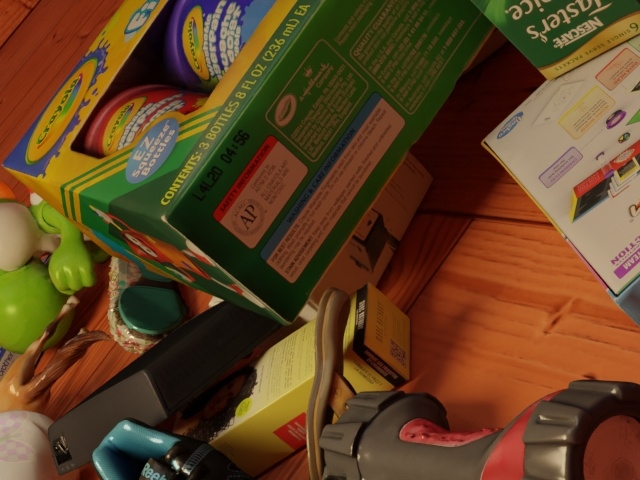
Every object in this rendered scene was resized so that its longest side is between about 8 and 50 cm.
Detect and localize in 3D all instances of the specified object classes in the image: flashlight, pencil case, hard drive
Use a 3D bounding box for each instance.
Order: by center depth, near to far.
[{"bbox_3d":[0.111,0.140,1.067,0.304,0.103,0.103,-4,86,62],"label":"flashlight"},{"bbox_3d":[-0.150,0.130,1.442,0.172,0.054,0.255,-38,3,-35],"label":"hard drive"},{"bbox_3d":[-0.308,0.286,1.500,0.124,0.113,0.273,-25,32,20],"label":"pencil case"}]

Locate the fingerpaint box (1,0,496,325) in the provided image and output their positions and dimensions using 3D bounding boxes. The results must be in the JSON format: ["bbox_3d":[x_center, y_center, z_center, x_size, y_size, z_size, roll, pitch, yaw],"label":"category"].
[{"bbox_3d":[-0.045,-0.178,1.441,0.445,0.163,0.371,-55,30,-11],"label":"fingerpaint box"}]

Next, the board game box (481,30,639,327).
[{"bbox_3d":[0.268,-0.083,1.177,0.242,0.064,0.316,-43,25,9],"label":"board game box"}]

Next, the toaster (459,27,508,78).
[{"bbox_3d":[0.118,-0.244,1.590,0.227,0.129,0.146,-37,28,16],"label":"toaster"}]

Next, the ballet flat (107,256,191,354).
[{"bbox_3d":[-0.187,0.074,1.690,0.241,0.091,0.077,-100,26,-65],"label":"ballet flat"}]

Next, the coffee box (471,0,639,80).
[{"bbox_3d":[0.168,-0.214,1.235,0.113,0.184,0.040,-26,35,37],"label":"coffee box"}]

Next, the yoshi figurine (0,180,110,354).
[{"bbox_3d":[-0.283,0.001,1.865,0.362,0.203,0.203,-36,51,-7],"label":"yoshi figurine"}]

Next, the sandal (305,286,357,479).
[{"bbox_3d":[0.016,0.126,1.225,0.072,0.049,0.180,70,-154,-77],"label":"sandal"}]

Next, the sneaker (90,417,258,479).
[{"bbox_3d":[-0.077,0.229,1.180,0.125,0.139,0.341,-51,26,-12],"label":"sneaker"}]

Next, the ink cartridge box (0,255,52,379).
[{"bbox_3d":[-0.370,0.111,1.949,0.097,0.046,0.207,-25,33,42],"label":"ink cartridge box"}]

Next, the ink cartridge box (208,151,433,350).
[{"bbox_3d":[0.000,0.000,1.468,0.139,0.082,0.190,-13,42,52],"label":"ink cartridge box"}]

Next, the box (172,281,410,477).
[{"bbox_3d":[-0.029,0.133,1.345,0.232,0.058,0.087,-35,27,24],"label":"box"}]

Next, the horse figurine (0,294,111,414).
[{"bbox_3d":[-0.315,0.162,1.697,0.263,0.066,0.174,-41,15,52],"label":"horse figurine"}]
